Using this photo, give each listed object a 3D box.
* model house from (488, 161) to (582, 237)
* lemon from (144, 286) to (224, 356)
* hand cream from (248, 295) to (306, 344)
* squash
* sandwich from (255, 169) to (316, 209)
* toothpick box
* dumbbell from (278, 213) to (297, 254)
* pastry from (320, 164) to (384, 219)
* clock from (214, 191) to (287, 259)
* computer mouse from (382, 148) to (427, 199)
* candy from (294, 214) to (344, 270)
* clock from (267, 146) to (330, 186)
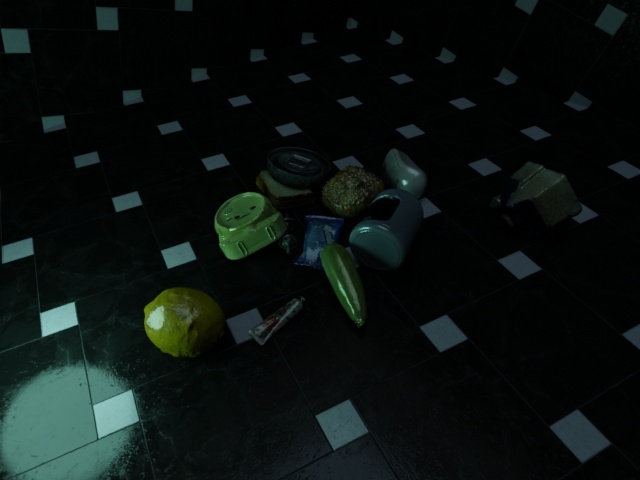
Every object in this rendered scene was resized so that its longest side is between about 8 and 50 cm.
[{"bbox_3d":[0.910,-0.166,2.053,0.284,0.243,0.298,-33,19,3],"label":"model house"},{"bbox_3d":[-0.460,0.275,1.588,0.288,0.233,0.233,16,44,2],"label":"lemon"},{"bbox_3d":[-0.149,0.284,1.705,0.234,0.050,0.080,-37,57,-24],"label":"hand cream"},{"bbox_3d":[0.102,0.163,1.767,0.118,0.118,0.370,-15,56,-15],"label":"squash"},{"bbox_3d":[-0.170,-0.248,2.240,0.226,0.087,0.251,-10,42,-27],"label":"sandwich"},{"bbox_3d":[0.296,-0.056,1.934,0.263,0.263,0.354,17,45,19],"label":"toothpick box"},{"bbox_3d":[-0.141,-0.031,2.013,0.082,0.081,0.254,-4,41,-3],"label":"dumbbell"},{"bbox_3d":[0.149,-0.238,2.173,0.255,0.162,0.311,24,47,28],"label":"pastry"},{"bbox_3d":[-0.323,-0.089,2.009,0.286,0.117,0.348,-29,42,-7],"label":"clock"},{"bbox_3d":[0.377,-0.307,2.235,0.121,0.184,0.297,-16,51,-30],"label":"computer mouse"},{"bbox_3d":[0.000,0.000,1.984,0.187,0.077,0.331,8,46,0],"label":"candy"},{"bbox_3d":[-0.107,-0.363,2.281,0.313,0.061,0.312,9,35,-6],"label":"clock"}]
